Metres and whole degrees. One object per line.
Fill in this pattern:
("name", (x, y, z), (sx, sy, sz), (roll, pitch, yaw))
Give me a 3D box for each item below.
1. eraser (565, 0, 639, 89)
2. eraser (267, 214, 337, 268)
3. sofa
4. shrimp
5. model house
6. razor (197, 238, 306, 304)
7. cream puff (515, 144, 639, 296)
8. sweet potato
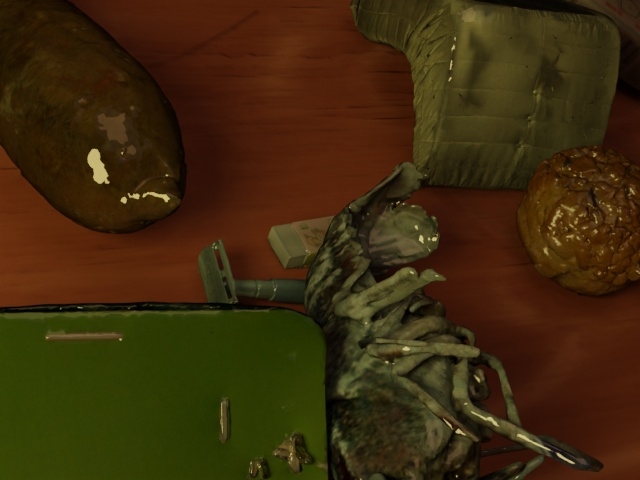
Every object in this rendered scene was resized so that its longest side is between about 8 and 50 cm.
("eraser", (0.278, -0.268, 1.316), (0.352, 0.061, 0.089), (34, 43, -10))
("eraser", (0.000, 0.000, 1.009), (0.083, 0.019, 0.038), (-10, 56, -32))
("sofa", (0.154, -0.161, 1.193), (0.210, 0.176, 0.225), (1, 21, -25))
("shrimp", (0.061, 0.084, 0.824), (0.166, 0.221, 0.410), (-19, 32, -6))
("model house", (-0.156, 0.143, 0.743), (0.294, 0.154, 0.207), (1, 85, -21))
("razor", (-0.026, 0.039, 0.952), (0.135, 0.040, 0.068), (4, 48, -28))
("cream puff", (0.246, -0.025, 1.084), (0.126, 0.103, 0.144), (15, 49, -8))
("sweet potato", (-0.223, -0.150, 0.976), (0.131, 0.130, 0.422), (-9, 48, -32))
